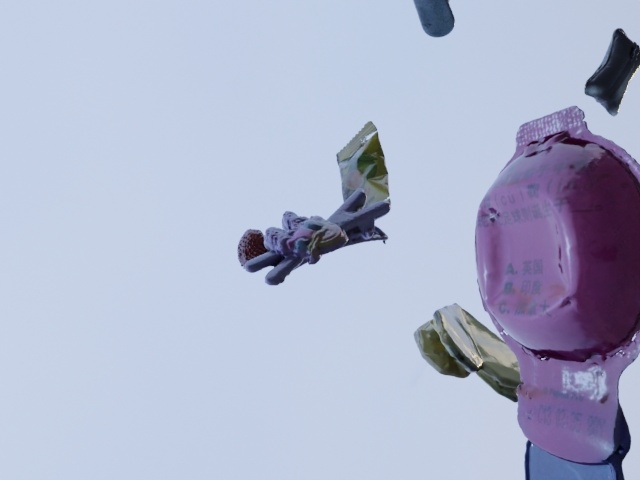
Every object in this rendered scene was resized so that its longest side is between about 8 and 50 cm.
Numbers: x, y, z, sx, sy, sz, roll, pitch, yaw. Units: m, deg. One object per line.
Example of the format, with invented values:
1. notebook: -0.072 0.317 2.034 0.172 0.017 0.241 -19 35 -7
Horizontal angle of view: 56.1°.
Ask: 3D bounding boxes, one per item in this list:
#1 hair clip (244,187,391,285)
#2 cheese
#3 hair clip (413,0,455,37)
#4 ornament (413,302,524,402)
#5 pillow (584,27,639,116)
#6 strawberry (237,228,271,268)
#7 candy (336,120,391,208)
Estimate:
1. hair clip: 0.004 -0.013 0.952 0.279 0.137 0.090 -19 -52 -40
2. cheese: 0.145 0.044 0.360 0.062 0.155 0.244 0 -97 -22
3. hair clip: 0.102 -0.318 0.697 0.275 0.048 0.083 2 -95 -64
4. ornament: 0.241 0.161 0.960 0.201 0.180 0.059 27 -64 -20
5. pillow: 0.522 -0.297 1.061 0.091 0.055 0.135 29 -89 -49
6. strawberry: -0.131 0.018 1.212 0.083 0.083 0.096 -36 -39 -35
7. candy: 0.112 -0.165 1.622 0.081 0.187 0.297 14 -125 -34
